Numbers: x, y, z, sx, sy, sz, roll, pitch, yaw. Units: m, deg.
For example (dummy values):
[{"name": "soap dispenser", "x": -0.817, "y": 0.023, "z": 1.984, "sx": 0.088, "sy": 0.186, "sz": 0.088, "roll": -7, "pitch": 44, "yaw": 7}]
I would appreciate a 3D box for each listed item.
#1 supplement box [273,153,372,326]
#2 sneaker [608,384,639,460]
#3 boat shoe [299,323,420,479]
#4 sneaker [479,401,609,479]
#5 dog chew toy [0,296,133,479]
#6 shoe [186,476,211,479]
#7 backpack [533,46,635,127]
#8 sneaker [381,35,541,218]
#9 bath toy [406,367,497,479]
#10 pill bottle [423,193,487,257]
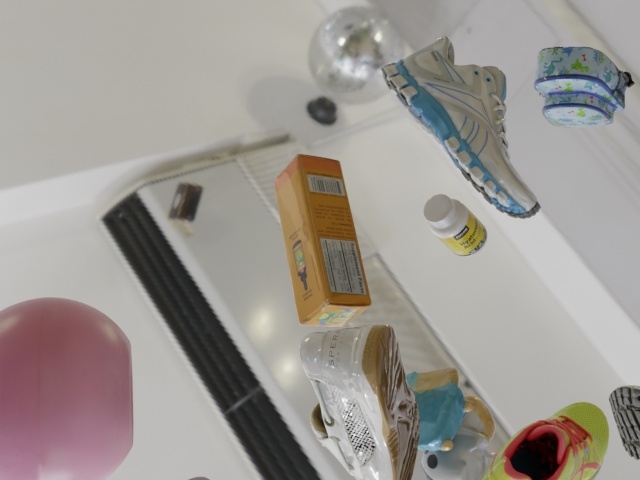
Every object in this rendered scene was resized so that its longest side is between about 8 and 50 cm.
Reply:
[{"name": "supplement box", "x": 0.000, "y": 0.000, "z": 1.267, "sx": 0.080, "sy": 0.078, "sz": 0.233, "roll": 8, "pitch": -121, "yaw": -31}, {"name": "sneaker", "x": 0.584, "y": 0.264, "z": 1.440, "sx": 0.147, "sy": 0.330, "sz": 0.129, "roll": -9, "pitch": -104, "yaw": -22}, {"name": "boat shoe", "x": 0.039, "y": 0.176, "z": 0.917, "sx": 0.096, "sy": 0.277, "sz": 0.098, "roll": 4, "pitch": -134, "yaw": 19}, {"name": "sneaker", "x": 0.237, "y": 0.215, "z": 0.931, "sx": 0.081, "sy": 0.094, "sz": 0.208, "roll": 36, "pitch": -136, "yaw": 27}, {"name": "dog chew toy", "x": -0.358, "y": 0.163, "z": 0.924, "sx": 0.332, "sy": 0.206, "sz": 0.206, "roll": -2, "pitch": -127, "yaw": -10}, {"name": "shoe", "x": -0.108, "y": 0.303, "z": 0.860, "sx": 0.064, "sy": 0.081, "sz": 0.178, "roll": -22, "pitch": -156, "yaw": -2}, {"name": "backpack", "x": 0.325, "y": -0.192, "z": 1.161, "sx": 0.114, "sy": 0.105, "sz": 0.084, "roll": 28, "pitch": -110, "yaw": -50}, {"name": "sneaker", "x": 0.134, "y": -0.103, "z": 0.778, "sx": 0.190, "sy": 0.083, "sz": 0.071, "roll": 55, "pitch": -175, "yaw": 22}, {"name": "bath toy", "x": 0.210, "y": 0.337, "z": 1.271, "sx": 0.151, "sy": 0.129, "sz": 0.348, "roll": -47, "pitch": -60, "yaw": -35}, {"name": "pill bottle", "x": 0.203, "y": -0.024, "z": 1.402, "sx": 0.116, "sy": 0.065, "sz": 0.065, "roll": 37, "pitch": -148, "yaw": -47}]
